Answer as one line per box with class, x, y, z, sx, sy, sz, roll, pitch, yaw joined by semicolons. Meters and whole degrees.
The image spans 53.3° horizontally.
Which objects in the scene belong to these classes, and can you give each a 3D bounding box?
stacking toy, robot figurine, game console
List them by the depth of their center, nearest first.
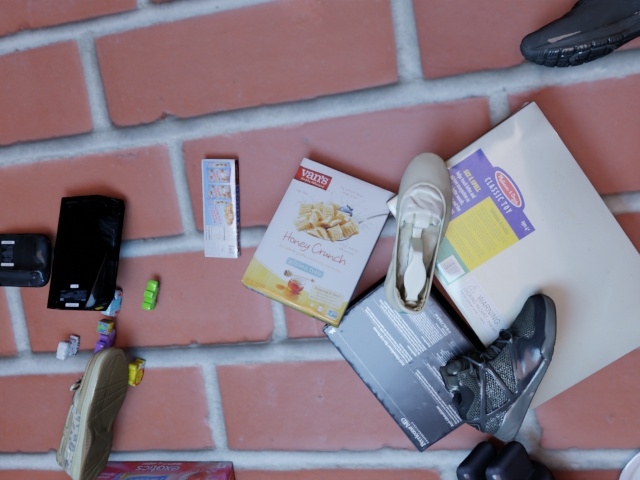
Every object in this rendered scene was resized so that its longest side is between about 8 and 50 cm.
robot figurine;0.325;0.470;1.039;0.174;0.209;0.278;-23;93;-5
game console;-0.532;0.023;1.219;0.362;0.044;0.213;-1;79;24
stacking toy;-0.406;0.157;1.232;0.167;0.052;0.221;17;101;9

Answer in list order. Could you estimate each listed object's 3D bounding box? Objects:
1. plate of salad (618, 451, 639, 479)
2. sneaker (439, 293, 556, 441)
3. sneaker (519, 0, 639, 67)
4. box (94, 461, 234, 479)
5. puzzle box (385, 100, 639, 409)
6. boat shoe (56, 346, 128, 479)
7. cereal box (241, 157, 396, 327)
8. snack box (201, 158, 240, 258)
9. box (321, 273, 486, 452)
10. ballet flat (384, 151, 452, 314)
plate of salad;0.587;0.418;1.025;0.200;0.048;0.199;2;100;13
sneaker;0.262;0.175;0.948;0.130;0.087;0.227;21;98;-4
sneaker;0.423;-0.340;0.917;0.286;0.109;0.130;-19;88;7
box;-0.322;0.522;1.217;0.300;0.154;0.142;-5;98;16
puzzle box;0.327;0.026;0.996;0.272;0.052;0.408;-34;93;11
boat shoe;-0.435;0.320;1.186;0.089;0.105;0.285;22;103;20
cereal box;0.000;0.000;1.046;0.173;0.047;0.240;22;75;9
snack box;-0.179;-0.058;1.148;0.064;0.022;0.178;3;100;15
box;0.158;0.186;1.064;0.184;0.103;0.261;-39;89;12
ballet flat;0.148;-0.006;0.946;0.086;0.086;0.248;9;99;12
